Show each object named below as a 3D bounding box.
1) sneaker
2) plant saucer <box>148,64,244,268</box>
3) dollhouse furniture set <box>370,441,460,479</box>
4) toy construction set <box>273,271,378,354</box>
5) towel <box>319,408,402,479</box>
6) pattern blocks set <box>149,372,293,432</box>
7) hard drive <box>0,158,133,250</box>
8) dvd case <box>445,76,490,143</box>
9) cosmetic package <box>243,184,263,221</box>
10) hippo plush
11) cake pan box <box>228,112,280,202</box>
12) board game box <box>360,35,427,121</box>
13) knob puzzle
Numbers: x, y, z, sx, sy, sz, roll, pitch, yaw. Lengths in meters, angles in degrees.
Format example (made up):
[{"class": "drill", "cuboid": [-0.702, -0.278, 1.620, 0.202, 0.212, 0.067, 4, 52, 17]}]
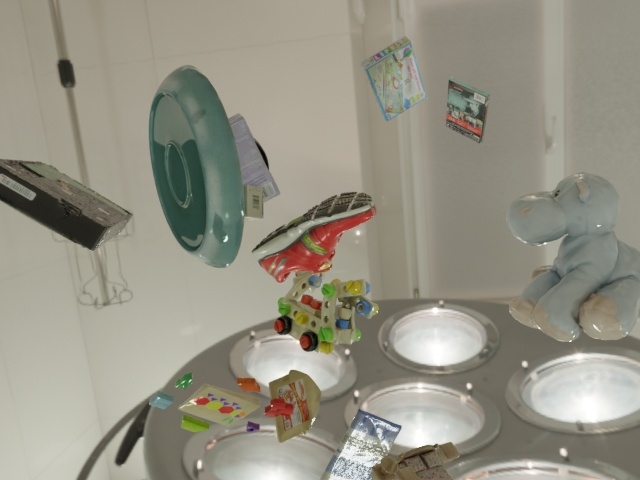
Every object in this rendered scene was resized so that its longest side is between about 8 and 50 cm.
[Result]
[{"class": "sneaker", "cuboid": [0.000, 0.000, 0.947, 0.279, 0.118, 0.107, -26, -165, 31]}, {"class": "plant saucer", "cuboid": [-0.207, -0.106, 0.768, 0.044, 0.317, 0.318, -14, -167, -32]}, {"class": "dollhouse furniture set", "cuboid": [0.305, 0.604, 1.147, 0.356, 0.173, 0.303, 1, -142, -36]}, {"class": "toy construction set", "cuboid": [-0.006, 0.155, 1.220, 0.151, 0.214, 0.328, 12, -173, -30]}, {"class": "towel", "cuboid": [0.115, 0.659, 1.495, 0.209, 0.284, 0.034, 31, 176, -33]}, {"class": "pattern blocks set", "cuboid": [-0.261, 0.432, 1.297, 0.286, 0.325, 0.026, -32, -141, 20]}, {"class": "hard drive", "cuboid": [-0.541, -0.081, 1.050, 0.237, 0.064, 0.339, 34, 180, -16]}, {"class": "dvd case", "cuboid": [0.284, -0.251, 0.960, 0.013, 0.119, 0.087, -42, -122, -16]}, {"class": "cosmetic package", "cuboid": [-0.159, -0.062, 0.904, 0.115, 0.060, 0.041, -6, 173, 38]}, {"class": "hippo plush", "cuboid": [0.440, 0.014, 0.824, 0.295, 0.236, 0.234, -17, -168, 29]}, {"class": "cake pan box", "cuboid": [-0.267, -0.178, 1.327, 0.267, 0.245, 0.070, -29, -147, -5]}, {"class": "board game box", "cuboid": [0.156, -0.332, 1.030, 0.104, 0.154, 0.026, -29, -128, 6]}, {"class": "knob puzzle", "cuboid": [-0.072, 0.477, 1.460, 0.030, 0.213, 0.213, -15, -179, 42]}]
